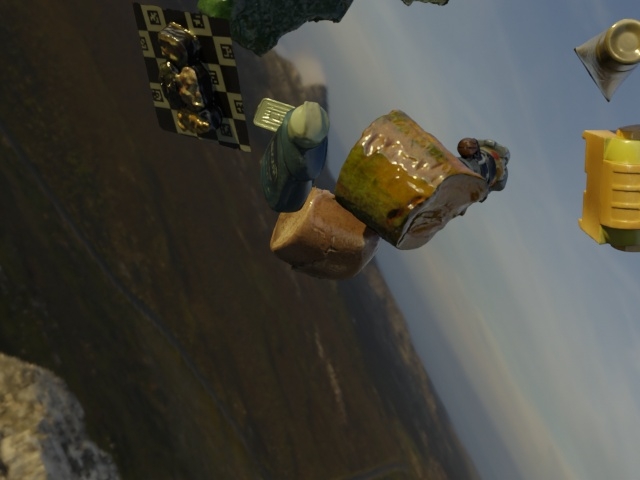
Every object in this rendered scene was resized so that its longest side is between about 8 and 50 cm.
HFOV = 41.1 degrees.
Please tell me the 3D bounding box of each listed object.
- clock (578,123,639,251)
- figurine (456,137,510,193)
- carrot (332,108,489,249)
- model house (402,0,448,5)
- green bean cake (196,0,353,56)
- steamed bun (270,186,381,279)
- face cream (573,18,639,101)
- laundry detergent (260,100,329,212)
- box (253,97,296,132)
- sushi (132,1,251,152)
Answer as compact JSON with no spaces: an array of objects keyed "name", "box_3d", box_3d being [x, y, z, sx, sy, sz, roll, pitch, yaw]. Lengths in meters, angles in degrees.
[{"name":"clock","box_3d":[0.686,-0.114,1.674,0.200,0.317,0.244,-115,-159,-70]},{"name":"figurine","box_3d":[0.432,-0.206,2.368,0.133,0.236,0.176,21,-64,36]},{"name":"carrot","box_3d":[0.154,-0.135,1.792,0.341,0.241,0.241,41,-6,27]},{"name":"model house","box_3d":[0.208,-0.665,1.983,0.234,0.174,0.193,-10,58,-44]},{"name":"green bean cake","box_3d":[-0.092,-0.577,1.969,0.300,0.307,0.169,22,14,-39]},{"name":"steamed bun","box_3d":[0.000,0.000,2.093,0.252,0.199,0.301,34,-8,-13]},{"name":"face cream","box_3d":[0.557,-0.349,1.656,0.137,0.084,0.341,57,6,3]},{"name":"laundry detergent","box_3d":[-0.047,-0.158,1.564,0.290,0.094,0.143,121,-32,-68]},{"name":"box","box_3d":[-0.115,-0.336,2.367,0.122,0.084,0.069,21,-1,18]},{"name":"sushi","box_3d":[-0.207,-0.229,1.258,0.192,0.050,0.215,18,-48,30]}]
